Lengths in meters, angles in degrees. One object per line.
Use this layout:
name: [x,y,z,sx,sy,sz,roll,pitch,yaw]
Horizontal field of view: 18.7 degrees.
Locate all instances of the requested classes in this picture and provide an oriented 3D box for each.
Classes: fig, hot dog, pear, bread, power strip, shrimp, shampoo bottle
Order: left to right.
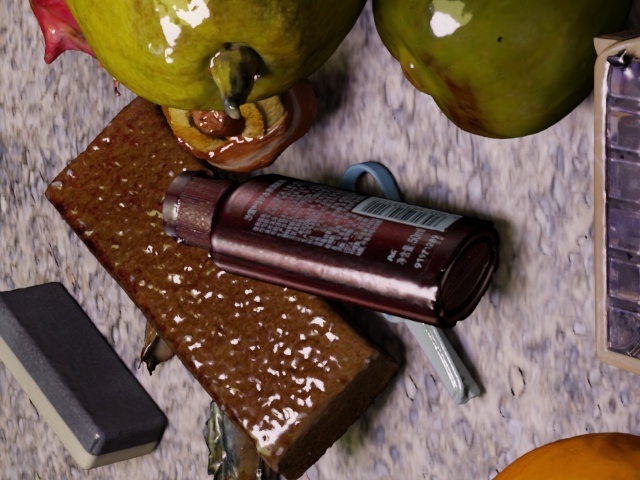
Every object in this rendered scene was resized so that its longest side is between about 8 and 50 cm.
power strip: [-0.290,0.150,2.239,0.257,0.105,0.070,50,127,28]
shrimp: [-0.124,0.169,2.099,0.222,0.054,0.290,7,101,45]
bread: [-0.103,0.042,1.970,0.165,0.113,0.416,-45,62,6]
pear: [-0.083,-0.243,1.622,0.287,0.287,0.375,-52,32,41]
hot dog: [-0.071,-0.114,1.847,0.123,0.261,0.093,-21,85,20]
shampoo bottle: [0.000,0.000,1.821,0.323,0.129,0.084,12,134,30]
fig: [0.164,-0.200,1.611,0.225,0.203,0.203,-41,64,3]

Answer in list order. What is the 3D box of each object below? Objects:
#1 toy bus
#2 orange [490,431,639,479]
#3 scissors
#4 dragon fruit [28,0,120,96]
toy bus: [0.297,-0.036,1.531,0.157,0.139,0.289,13,112,47]
orange: [0.245,0.296,1.604,0.284,0.226,0.284,20,119,41]
scissors: [0.077,0.049,1.868,0.256,0.030,0.125,59,136,22]
dragon fruit: [-0.192,-0.319,1.923,0.371,0.249,0.386,-2,96,52]
